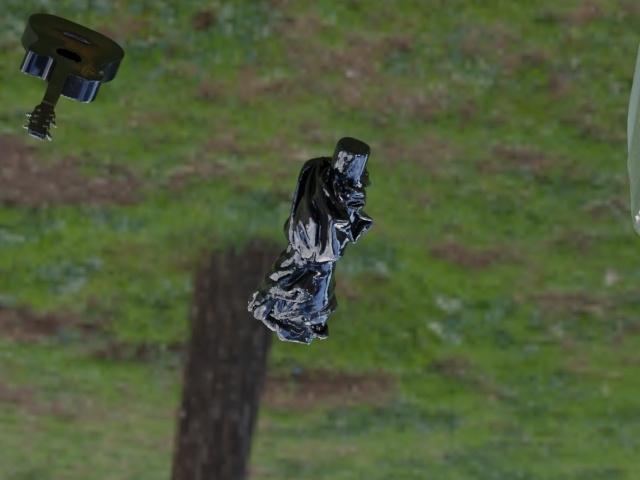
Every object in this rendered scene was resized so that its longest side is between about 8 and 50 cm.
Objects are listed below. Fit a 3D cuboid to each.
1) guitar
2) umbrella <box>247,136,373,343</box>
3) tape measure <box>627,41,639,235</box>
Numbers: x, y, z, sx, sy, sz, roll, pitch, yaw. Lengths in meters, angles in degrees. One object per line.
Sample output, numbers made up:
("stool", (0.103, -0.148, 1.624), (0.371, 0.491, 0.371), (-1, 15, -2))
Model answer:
("guitar", (-0.215, -0.131, 1.333), (0.088, 0.233, 0.025), (22, 115, -11))
("umbrella", (-0.001, 0.001, 1.873), (0.110, 0.122, 0.272), (35, 126, 17))
("tape measure", (0.257, -0.068, 0.810), (0.207, 0.115, 0.235), (2, 156, 7))
